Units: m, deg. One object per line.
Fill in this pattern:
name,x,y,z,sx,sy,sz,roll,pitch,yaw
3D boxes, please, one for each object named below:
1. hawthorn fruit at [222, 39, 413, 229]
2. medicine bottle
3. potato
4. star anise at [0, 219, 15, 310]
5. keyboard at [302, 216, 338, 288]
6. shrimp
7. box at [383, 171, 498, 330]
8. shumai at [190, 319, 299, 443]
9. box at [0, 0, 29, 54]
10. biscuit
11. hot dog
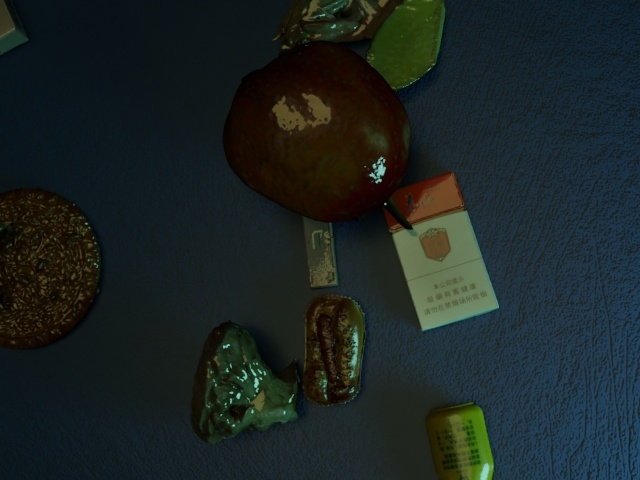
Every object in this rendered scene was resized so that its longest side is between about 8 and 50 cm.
hawthorn fruit,0.021,-0.148,1.546,0.369,0.285,0.284,43,91,-5
medicine bottle,0.238,0.394,1.516,0.095,0.064,0.260,-13,79,11
potato,0.153,-0.342,1.646,0.119,0.054,0.197,21,82,10
star anise,-0.685,-0.006,1.683,0.237,0.148,0.346,-40,70,-17
keyboard,0.000,0.000,1.644,0.055,0.017,0.165,-8,80,14
shrimp,0.033,-0.399,1.667,0.168,0.077,0.317,35,86,11
box,0.198,0.018,1.594,0.139,0.035,0.245,-17,80,8
shumai,-0.118,0.240,1.565,0.176,0.166,0.205,9,108,3
box,-0.728,-0.495,1.832,0.214,0.069,0.353,-26,76,6
biscuit,-0.545,0.049,1.729,0.305,0.038,0.305,-2,82,11
hot dog,0.021,0.184,1.594,0.108,0.059,0.191,0,84,15
